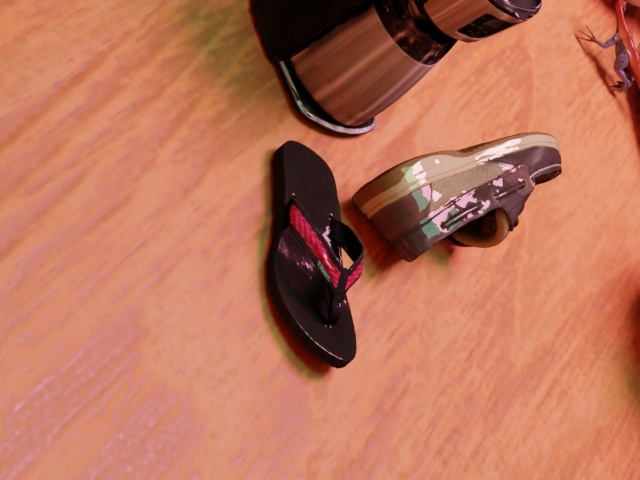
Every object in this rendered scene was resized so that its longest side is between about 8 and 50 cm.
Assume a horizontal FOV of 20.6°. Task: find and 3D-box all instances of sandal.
[{"bbox_3d":[0.000,0.000,1.136,0.067,0.040,0.179,29,41,-36],"label":"sandal"}]

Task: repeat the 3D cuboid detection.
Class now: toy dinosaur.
[{"bbox_3d":[0.293,-0.185,1.669,0.047,0.090,0.082,-20,123,-47],"label":"toy dinosaur"}]

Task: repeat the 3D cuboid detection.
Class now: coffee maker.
[{"bbox_3d":[0.044,-0.187,1.233,0.171,0.178,0.120,56,31,-1],"label":"coffee maker"}]

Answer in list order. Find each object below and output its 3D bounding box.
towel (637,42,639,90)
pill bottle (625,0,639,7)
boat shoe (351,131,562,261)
[{"bbox_3d":[0.436,-0.070,1.710,0.283,0.121,0.235,29,42,-37],"label":"towel"},{"bbox_3d":[0.329,-0.343,1.765,0.301,0.169,0.169,45,34,-17],"label":"pill bottle"},{"bbox_3d":[0.110,-0.028,1.281,0.223,0.080,0.073,-14,79,-51],"label":"boat shoe"}]
